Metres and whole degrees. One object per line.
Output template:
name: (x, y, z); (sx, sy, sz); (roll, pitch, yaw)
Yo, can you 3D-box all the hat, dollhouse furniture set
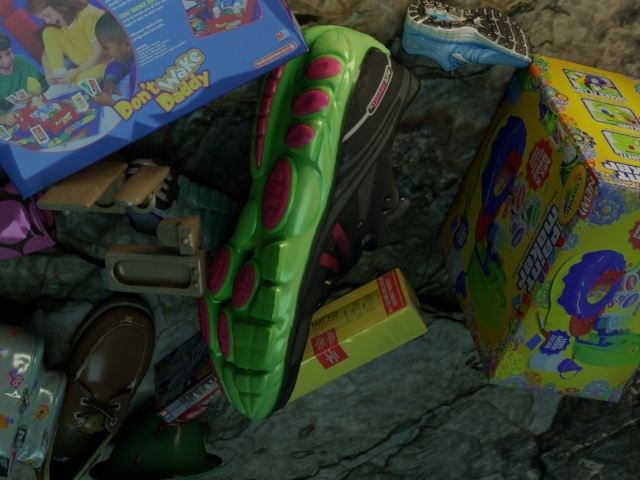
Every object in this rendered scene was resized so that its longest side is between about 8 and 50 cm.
hat: (-0.217, 0.224, 1.640); (0.209, 0.173, 0.183); (-5, 95, -24)
dollhouse furniture set: (-0.212, 0.007, 1.316); (0.144, 0.123, 0.151); (4, 114, 11)

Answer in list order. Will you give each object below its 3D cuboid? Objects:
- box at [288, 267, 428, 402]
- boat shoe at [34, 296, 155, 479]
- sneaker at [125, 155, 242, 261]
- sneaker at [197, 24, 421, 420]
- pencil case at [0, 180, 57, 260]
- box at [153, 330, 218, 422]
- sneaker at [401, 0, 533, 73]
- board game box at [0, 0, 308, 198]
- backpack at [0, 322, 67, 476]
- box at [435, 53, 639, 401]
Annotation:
box: (0.023, 0.130, 1.591); (0.232, 0.087, 0.058); (-27, 127, 12)
boat shoe: (-0.294, 0.214, 1.583); (0.111, 0.104, 0.307); (16, 123, -21)
sneaker: (-0.170, -0.026, 1.458); (0.098, 0.083, 0.224); (-16, 138, 40)
sneaker: (0.000, 0.000, 1.384); (0.202, 0.185, 0.482); (6, 112, -35)
pencil case: (-0.418, -0.016, 1.397); (0.209, 0.095, 0.098); (-14, 108, -3)
box: (-0.162, 0.167, 1.579); (0.137, 0.094, 0.027); (-37, 124, 18)
sneaker: (0.167, -0.226, 1.372); (0.162, 0.063, 0.073); (12, 140, -12)
board game box: (-0.220, -0.225, 1.242); (0.347, 0.078, 0.233); (-26, 116, 7)
backpack: (-0.397, 0.196, 1.498); (0.145, 0.166, 0.188); (9, 81, -18)
box: (0.295, -0.017, 1.406); (0.177, 0.279, 0.289); (10, 124, -18)
